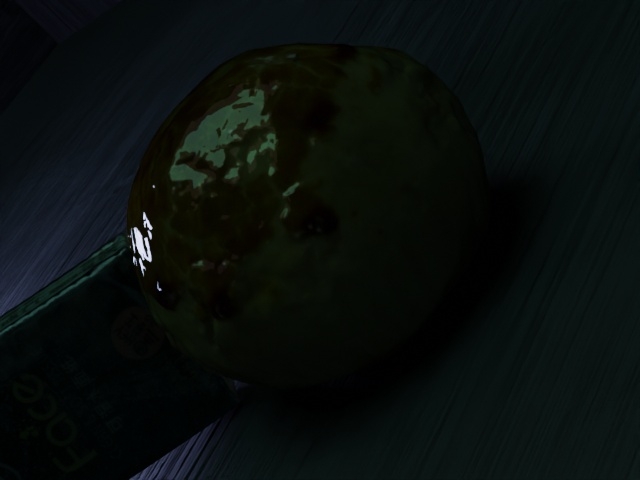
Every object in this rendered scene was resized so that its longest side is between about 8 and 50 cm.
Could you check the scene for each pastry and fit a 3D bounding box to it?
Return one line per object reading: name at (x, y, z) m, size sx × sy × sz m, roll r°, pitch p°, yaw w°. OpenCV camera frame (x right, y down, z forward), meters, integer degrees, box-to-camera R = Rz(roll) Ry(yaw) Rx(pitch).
pastry at (-0.027, -0.038, 1.666) m, size 0.388 × 0.312 × 0.388 m, roll -35°, pitch 20°, yaw 15°

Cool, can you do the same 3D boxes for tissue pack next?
tissue pack at (-0.278, 0.170, 1.807) m, size 0.316 × 0.228 × 0.103 m, roll -34°, pitch 15°, yaw 1°

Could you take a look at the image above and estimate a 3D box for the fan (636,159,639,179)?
fan at (0.358, -0.107, 1.483) m, size 0.175 × 0.005 × 0.113 m, roll -33°, pitch 23°, yaw 30°
